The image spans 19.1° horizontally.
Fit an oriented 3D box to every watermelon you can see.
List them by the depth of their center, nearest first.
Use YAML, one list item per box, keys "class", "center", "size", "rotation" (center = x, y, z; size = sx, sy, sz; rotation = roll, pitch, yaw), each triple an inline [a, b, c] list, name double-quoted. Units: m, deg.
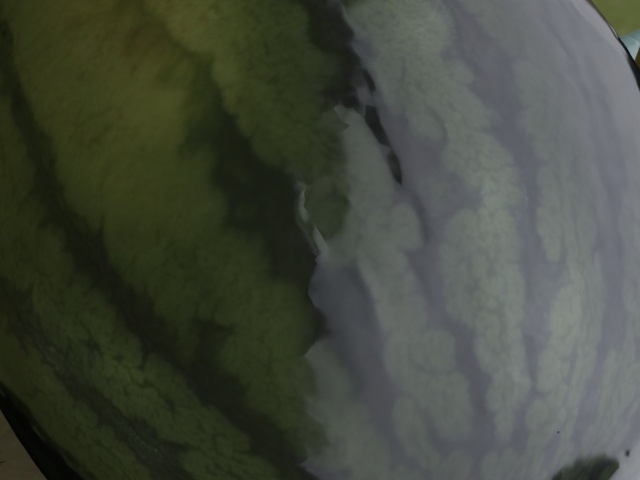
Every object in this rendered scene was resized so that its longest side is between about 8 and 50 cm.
- class: "watermelon"
  center: [0.000, 0.000, 0.735]
  size: [0.279, 0.279, 0.359]
  rotation: [71, -8, -55]

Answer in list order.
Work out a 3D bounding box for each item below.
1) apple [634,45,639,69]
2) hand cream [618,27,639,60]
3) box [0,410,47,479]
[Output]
- class: "apple"
  center: [0.311, -0.075, 1.091]
  size: [0.216, 0.260, 0.260]
  rotation: [-21, 117, -39]
- class: "hand cream"
  center: [0.169, -0.093, 1.608]
  size: [0.058, 0.331, 0.085]
  rotation: [56, -16, 11]
- class: "box"
  center: [-0.184, 0.202, 0.922]
  size: [0.297, 0.225, 0.190]
  rotation: [-40, 135, -30]
